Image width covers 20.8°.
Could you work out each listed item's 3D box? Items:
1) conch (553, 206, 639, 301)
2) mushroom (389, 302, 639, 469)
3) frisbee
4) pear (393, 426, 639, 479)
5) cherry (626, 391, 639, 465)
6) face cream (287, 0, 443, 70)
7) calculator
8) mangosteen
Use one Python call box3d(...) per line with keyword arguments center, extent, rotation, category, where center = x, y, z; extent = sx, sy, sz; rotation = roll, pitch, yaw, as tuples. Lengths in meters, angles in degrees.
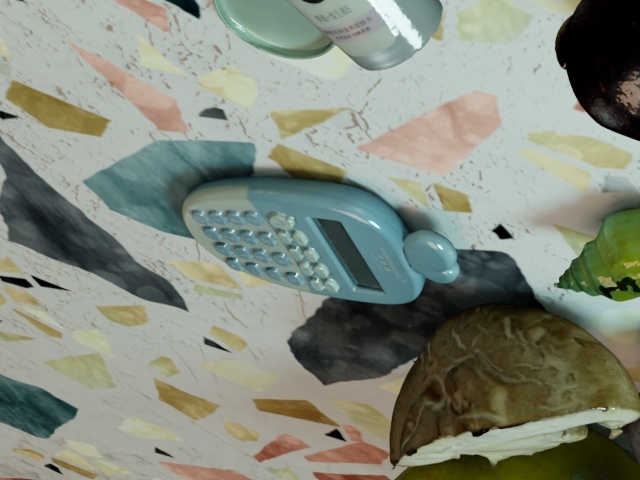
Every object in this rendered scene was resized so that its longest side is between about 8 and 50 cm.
box3d(center=(0.298, 0.012, 1.519), extent=(0.201, 0.079, 0.095), rotation=(-2, 165, 21), category="conch")
box3d(center=(0.181, 0.137, 1.738), extent=(0.286, 0.151, 0.156), rotation=(-18, 157, 36), category="mushroom")
box3d(center=(-0.036, -0.187, 1.431), extent=(0.110, 0.014, 0.110), rotation=(17, 153, 9), category="frisbee")
box3d(center=(0.261, 0.328, 1.855), extent=(0.386, 0.340, 0.191), rotation=(6, 141, -21), category="pear")
box3d(center=(0.381, 0.189, 1.692), extent=(0.176, 0.140, 0.176), rotation=(32, 142, 30), category="cherry")
box3d(center=(-0.023, -0.233, 1.278), extent=(0.107, 0.073, 0.269), rotation=(-17, 135, 38), category="face cream")
box3d(center=(0.000, 0.000, 1.719), extent=(0.303, 0.042, 0.188), rotation=(5, 148, 27), category="calculator")
box3d(center=(0.234, -0.137, 1.246), extent=(0.137, 0.137, 0.151), rotation=(34, -176, -25), category="mangosteen")
